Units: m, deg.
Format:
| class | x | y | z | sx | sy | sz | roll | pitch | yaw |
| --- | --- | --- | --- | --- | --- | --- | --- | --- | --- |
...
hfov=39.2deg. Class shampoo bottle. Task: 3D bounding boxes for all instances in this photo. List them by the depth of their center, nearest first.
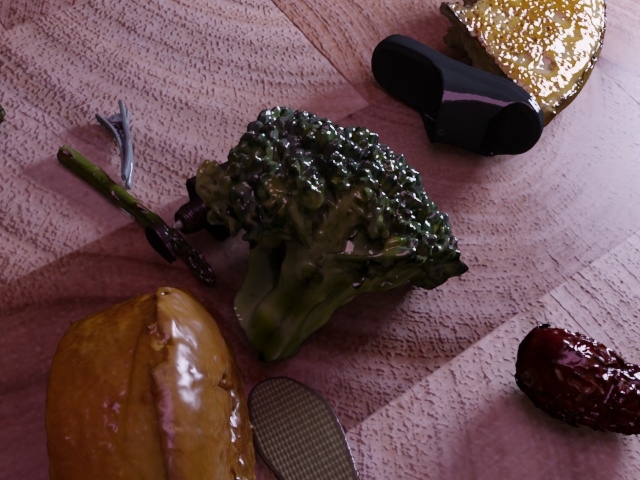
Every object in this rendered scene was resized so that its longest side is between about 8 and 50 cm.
| class | x | y | z | sx | sy | sz | roll | pitch | yaw |
| --- | --- | --- | --- | --- | --- | --- | --- | --- | --- |
| shampoo bottle | -0.091 | -0.053 | 1.009 | 0.236 | 0.067 | 0.068 | -32 | 50 | -31 |

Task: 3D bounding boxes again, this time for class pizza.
| class | x | y | z | sx | sy | sz | roll | pitch | yaw |
| --- | --- | --- | --- | --- | --- | --- | --- | --- | --- |
| pizza | 0.269 | -0.283 | 1.221 | 0.223 | 0.089 | 0.323 | 28 | 55 | 1 |

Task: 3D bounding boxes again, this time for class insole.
| class | x | y | z | sx | sy | sz | roll | pitch | yaw |
| --- | --- | --- | --- | --- | --- | --- | --- | --- | --- |
| insole | -0.002 | 0.220 | 0.846 | 0.086 | 0.005 | 0.253 | -23 | 47 | -11 |

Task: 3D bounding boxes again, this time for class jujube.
| class | x | y | z | sx | sy | sz | roll | pitch | yaw |
| --- | --- | --- | --- | --- | --- | --- | --- | --- | --- |
| jujube | 0.279 | 0.151 | 0.932 | 0.166 | 0.104 | 0.104 | 26 | 56 | 5 |

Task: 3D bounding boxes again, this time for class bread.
| class | x | y | z | sx | sy | sz | roll | pitch | yaw |
| --- | --- | --- | --- | --- | --- | --- | --- | --- | --- |
| bread | -0.135 | 0.162 | 0.763 | 0.146 | 0.268 | 0.268 | -10 | 58 | 1 |

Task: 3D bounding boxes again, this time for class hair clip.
| class | x | y | z | sx | sy | sz | roll | pitch | yaw |
| --- | --- | --- | --- | --- | --- | --- | --- | --- | --- |
| hair clip | -0.238 | -0.110 | 1.052 | 0.039 | 0.030 | 0.115 | -17 | 58 | 2 |

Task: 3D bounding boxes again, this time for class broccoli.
| class | x | y | z | sx | sy | sz | roll | pitch | yaw |
| --- | --- | --- | --- | --- | --- | --- | --- | --- | --- |
| broccoli | 0.000 | 0.000 | 0.932 | 0.288 | 0.248 | 0.245 | 41 | 101 | -11 |

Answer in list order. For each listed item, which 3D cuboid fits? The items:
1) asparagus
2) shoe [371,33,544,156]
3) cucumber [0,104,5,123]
| class | x | y | z | sx | sy | sz | roll | pitch | yaw |
| --- | --- | --- | --- | --- | --- | --- | --- | --- | --- |
| asparagus | -0.204 | -0.031 | 1.008 | 0.248 | 0.024 | 0.025 | 38 | 101 | 15 |
| shoe | 0.152 | -0.163 | 1.113 | 0.241 | 0.108 | 0.093 | 32 | 59 | 19 |
| cucumber | -0.419 | -0.155 | 1.043 | 0.107 | 0.035 | 0.067 | 40 | 70 | 22 |
